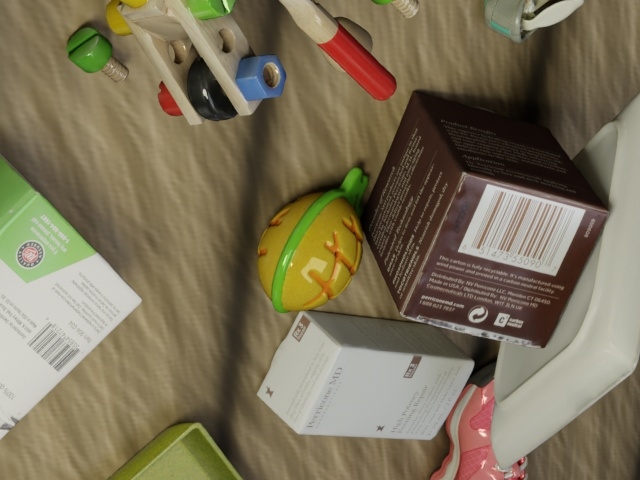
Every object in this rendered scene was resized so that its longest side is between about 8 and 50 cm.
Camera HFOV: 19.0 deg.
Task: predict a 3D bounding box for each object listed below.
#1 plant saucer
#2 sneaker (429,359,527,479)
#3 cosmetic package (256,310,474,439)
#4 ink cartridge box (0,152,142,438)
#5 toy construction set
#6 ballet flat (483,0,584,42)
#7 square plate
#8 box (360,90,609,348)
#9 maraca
[{"bbox_3d":[-0.179,0.289,2.053,0.188,0.045,0.188,-41,141,-10],"label":"plant saucer"},{"bbox_3d":[0.217,0.286,2.349,0.116,0.136,0.314,-6,125,-41],"label":"sneaker"},{"bbox_3d":[0.053,0.153,2.128,0.231,0.085,0.117,6,116,-47],"label":"cosmetic package"},{"bbox_3d":[-0.324,0.075,1.684,0.273,0.115,0.198,-44,141,-6],"label":"ink cartridge box"},{"bbox_3d":[-0.089,-0.236,1.522,0.257,0.309,0.237,-55,137,-4],"label":"toy construction set"},{"bbox_3d":[0.264,-0.273,1.985,0.213,0.068,0.072,-36,140,-15],"label":"ballet flat"},{"bbox_3d":[0.264,0.033,2.004,0.049,0.344,0.347,18,153,-10],"label":"square plate"},{"bbox_3d":[0.161,-0.022,1.950,0.168,0.203,0.167,14,114,-19],"label":"box"},{"bbox_3d":[0.000,0.000,1.946,0.186,0.099,0.127,-48,158,-44],"label":"maraca"}]
